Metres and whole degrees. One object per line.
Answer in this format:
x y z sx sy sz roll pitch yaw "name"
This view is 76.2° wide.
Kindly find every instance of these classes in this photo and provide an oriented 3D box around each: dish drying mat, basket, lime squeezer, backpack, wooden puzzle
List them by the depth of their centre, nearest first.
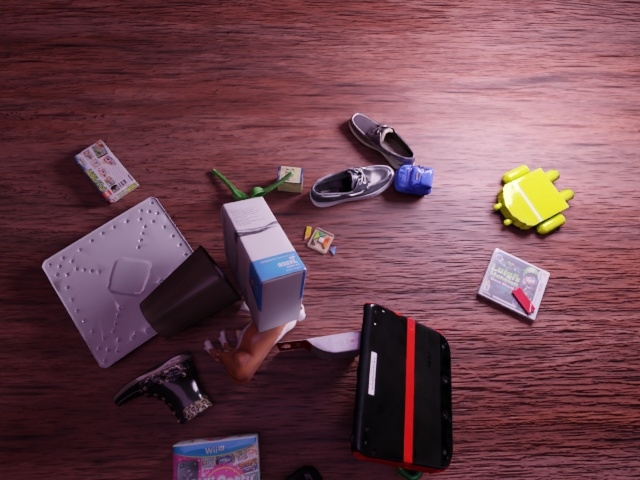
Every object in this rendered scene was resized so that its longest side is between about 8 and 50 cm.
-0.374 0.158 1.157 0.227 0.154 0.204 -38 72 -10 "basket"
0.644 0.189 1.294 0.032 0.008 0.083 -29 77 -10 "dish drying mat"
0.000 0.000 1.343 0.117 0.014 0.078 19 73 3 "wooden puzzle"
-0.227 -0.174 1.344 0.311 0.059 0.109 5 78 25 "lime squeezer"
0.313 -0.209 1.370 0.120 0.101 0.097 8 83 -3 "backpack"

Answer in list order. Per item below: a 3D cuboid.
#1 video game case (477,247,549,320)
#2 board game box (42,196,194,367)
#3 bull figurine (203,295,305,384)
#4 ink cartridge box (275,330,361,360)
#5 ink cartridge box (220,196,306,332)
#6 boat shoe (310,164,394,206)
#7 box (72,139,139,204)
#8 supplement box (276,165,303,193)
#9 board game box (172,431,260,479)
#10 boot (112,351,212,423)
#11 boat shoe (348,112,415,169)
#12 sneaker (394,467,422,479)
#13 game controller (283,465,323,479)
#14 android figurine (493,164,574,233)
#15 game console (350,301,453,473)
0.627 0.140 1.324 0.191 0.022 0.173 26 73 6 "video game case"
-0.579 0.117 1.260 0.390 0.050 0.389 -35 77 -13 "board game box"
-0.187 0.262 1.208 0.189 0.101 0.310 32 68 14 "bull figurine"
-0.001 0.310 1.155 0.233 0.189 0.066 -11 69 -6 "ink cartridge box"
-0.168 0.061 1.147 0.129 0.223 0.307 -16 49 -23 "ink cartridge box"
0.110 -0.196 1.363 0.302 0.102 0.108 -14 74 -7 "boat shoe"
-0.720 -0.231 1.370 0.114 0.036 0.207 -39 78 -13 "box"
-0.101 -0.202 1.365 0.084 0.083 0.056 5 73 -1 "supplement box"
-0.267 0.683 1.073 0.224 0.097 0.303 -5 73 -5 "board game box"
-0.440 0.445 1.146 0.237 0.085 0.178 -30 79 -12 "boot"
0.220 -0.358 1.424 0.103 0.092 0.285 -42 80 -16 "boat shoe"
0.206 0.515 1.133 0.110 0.123 0.295 -26 75 -10 "sneaker"
-0.103 0.719 1.023 0.319 0.067 0.166 -18 69 -38 "game controller"
0.723 -0.140 1.399 0.273 0.056 0.248 -27 76 -11 "android figurine"
0.226 0.392 1.094 0.342 0.060 0.386 25 56 -26 "game console"
